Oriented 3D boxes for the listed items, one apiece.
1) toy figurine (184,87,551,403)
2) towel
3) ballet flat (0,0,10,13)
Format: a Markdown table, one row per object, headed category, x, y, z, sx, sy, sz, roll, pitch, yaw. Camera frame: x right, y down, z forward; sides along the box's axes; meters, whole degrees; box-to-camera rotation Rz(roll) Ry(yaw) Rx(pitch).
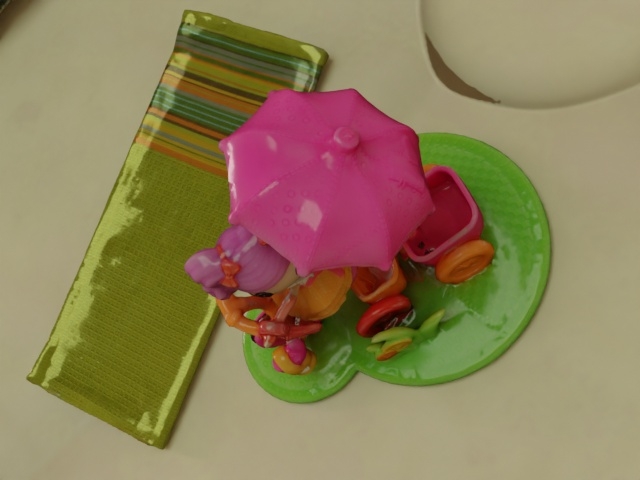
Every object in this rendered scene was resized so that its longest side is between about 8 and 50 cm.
| category | x | y | z | sx | sy | sz | roll | pitch | yaw |
| --- | --- | --- | --- | --- | --- | --- | --- | --- | --- |
| toy figurine | 0.000 | 0.000 | 0.409 | 0.173 | 0.159 | 0.130 | -34 | 63 | 14 |
| towel | -0.082 | -0.013 | 0.531 | 0.102 | 0.021 | 0.237 | 20 | 84 | 30 |
| ballet flat | -0.271 | -0.161 | 0.633 | 0.316 | 0.107 | 0.106 | -46 | 41 | 1 |
